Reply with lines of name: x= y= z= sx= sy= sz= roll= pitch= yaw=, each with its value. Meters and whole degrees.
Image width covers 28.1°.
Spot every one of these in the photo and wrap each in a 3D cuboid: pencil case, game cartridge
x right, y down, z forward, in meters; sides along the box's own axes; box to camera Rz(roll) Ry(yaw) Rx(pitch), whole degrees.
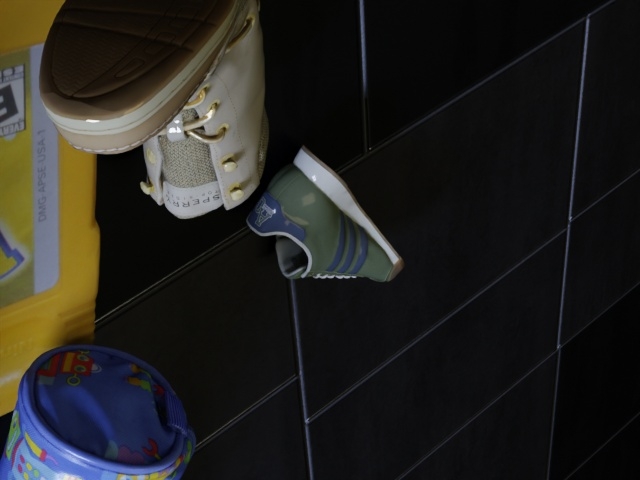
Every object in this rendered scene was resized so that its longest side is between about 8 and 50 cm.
pencil case: x=-0.181 y=0.217 z=0.933 sx=0.133 sy=0.119 sz=0.306 roll=6 pitch=127 yaw=-22
game cartridge: x=-0.258 y=0.001 z=0.776 sx=0.285 sy=0.052 sz=0.324 roll=-23 pitch=133 yaw=-38

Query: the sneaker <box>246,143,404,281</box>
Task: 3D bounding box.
sneaker: x=0.000 y=0.000 z=1.076 sx=0.086 sy=0.064 sz=0.192 roll=-45 pitch=144 yaw=-3

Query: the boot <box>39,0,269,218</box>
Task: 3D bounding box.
boot: x=-0.091 y=-0.085 z=0.803 sx=0.262 sy=0.095 sz=0.204 roll=-74 pitch=169 yaw=-48
